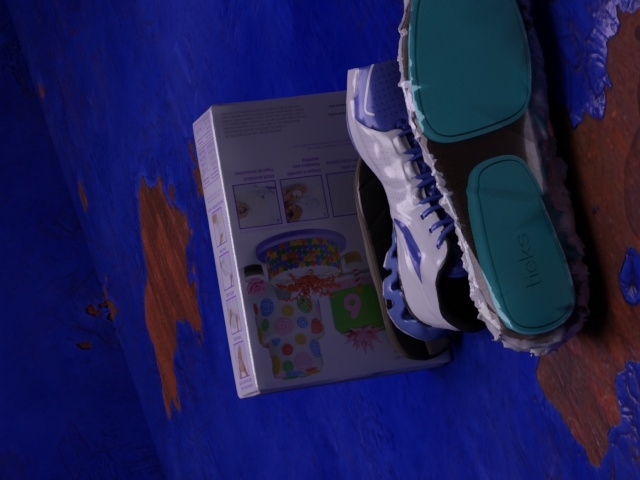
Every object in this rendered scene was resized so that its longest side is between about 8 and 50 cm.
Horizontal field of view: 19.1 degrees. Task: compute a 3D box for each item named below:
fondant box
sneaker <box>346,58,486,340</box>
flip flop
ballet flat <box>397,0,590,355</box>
[{"bbox_3d":[0.000,0.000,2.187,0.096,0.238,0.330,149,112,-69],"label":"fondant box"},{"bbox_3d":[0.136,-0.040,1.991,0.182,0.127,0.316,12,115,66],"label":"sneaker"},{"bbox_3d":[0.097,-0.004,2.133,0.080,0.112,0.277,-145,44,-75],"label":"flip flop"},{"bbox_3d":[0.166,-0.083,1.865,0.147,0.147,0.409,148,113,-69],"label":"ballet flat"}]
